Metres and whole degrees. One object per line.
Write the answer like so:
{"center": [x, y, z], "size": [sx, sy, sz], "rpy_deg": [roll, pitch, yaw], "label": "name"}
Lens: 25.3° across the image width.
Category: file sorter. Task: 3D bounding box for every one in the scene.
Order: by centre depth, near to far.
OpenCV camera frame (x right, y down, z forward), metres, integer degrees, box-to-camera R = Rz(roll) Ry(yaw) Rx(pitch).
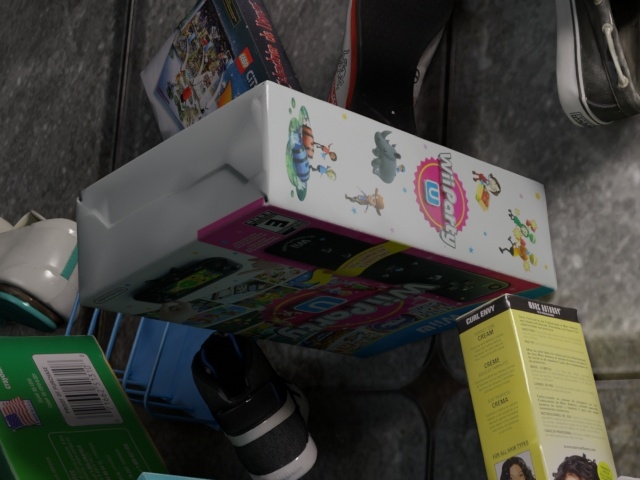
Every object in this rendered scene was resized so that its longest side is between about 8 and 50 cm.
{"center": [-0.162, 0.099, 1.395], "size": [0.170, 0.104, 0.118], "rpy_deg": [21, 94, 49], "label": "file sorter"}

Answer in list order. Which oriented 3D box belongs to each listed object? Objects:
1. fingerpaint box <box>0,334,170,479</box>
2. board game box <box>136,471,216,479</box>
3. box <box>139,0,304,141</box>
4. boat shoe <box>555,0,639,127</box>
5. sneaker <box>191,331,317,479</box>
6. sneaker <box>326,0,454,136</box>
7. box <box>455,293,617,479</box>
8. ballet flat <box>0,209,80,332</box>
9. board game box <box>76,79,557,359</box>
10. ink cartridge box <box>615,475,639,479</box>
{"center": [-0.248, 0.366, 1.271], "size": [0.445, 0.163, 0.371], "rpy_deg": [54, 128, 37], "label": "fingerpaint box"}
{"center": [0.014, 0.322, 1.027], "size": [0.079, 0.254, 0.336], "rpy_deg": [-55, 46, 20], "label": "board game box"}
{"center": [-0.094, -0.136, 1.432], "size": [0.159, 0.044, 0.233], "rpy_deg": [-45, 50, 30], "label": "box"}
{"center": [0.222, -0.198, 1.089], "size": [0.070, 0.078, 0.219], "rpy_deg": [-12, 78, 46], "label": "boat shoe"}
{"center": [-0.064, 0.121, 1.225], "size": [0.079, 0.121, 0.217], "rpy_deg": [-30, 16, -6], "label": "sneaker"}
{"center": [0.039, -0.136, 1.251], "size": [0.145, 0.090, 0.270], "rpy_deg": [134, 152, -58], "label": "sneaker"}
{"center": [0.166, 0.158, 1.036], "size": [0.058, 0.087, 0.232], "rpy_deg": [-33, 58, 40], "label": "box"}
{"center": [-0.369, 0.029, 1.633], "size": [0.400, 0.139, 0.139], "rpy_deg": [0, 79, 54], "label": "ballet flat"}
{"center": [0.000, 0.000, 1.096], "size": [0.224, 0.303, 0.097], "rpy_deg": [-25, 62, 42], "label": "board game box"}
{"center": [0.275, 0.214, 0.917], "size": [0.181, 0.061, 0.104], "rpy_deg": [0, 79, 47], "label": "ink cartridge box"}
